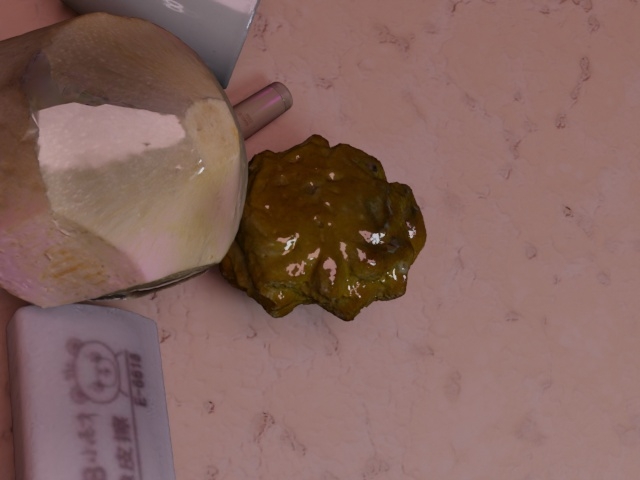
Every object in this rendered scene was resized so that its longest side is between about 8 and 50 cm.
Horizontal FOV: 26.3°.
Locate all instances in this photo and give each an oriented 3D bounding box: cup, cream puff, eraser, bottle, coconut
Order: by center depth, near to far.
[{"bbox_3d":[-0.236,-0.092,1.500,0.353,0.352,0.352,4,76,-18],"label":"coconut"},{"bbox_3d":[-0.252,0.208,1.511,0.174,0.095,0.270,9,55,-30],"label":"eraser"},{"bbox_3d":[-0.003,-0.009,1.638,0.244,0.196,0.244,20,50,-25],"label":"cream puff"},{"bbox_3d":[-0.181,-0.335,1.686,0.234,0.186,0.258,22,41,-5],"label":"cup"},{"bbox_3d":[-0.081,-0.162,1.731,0.096,0.045,0.045,-36,91,-23],"label":"bottle"}]
